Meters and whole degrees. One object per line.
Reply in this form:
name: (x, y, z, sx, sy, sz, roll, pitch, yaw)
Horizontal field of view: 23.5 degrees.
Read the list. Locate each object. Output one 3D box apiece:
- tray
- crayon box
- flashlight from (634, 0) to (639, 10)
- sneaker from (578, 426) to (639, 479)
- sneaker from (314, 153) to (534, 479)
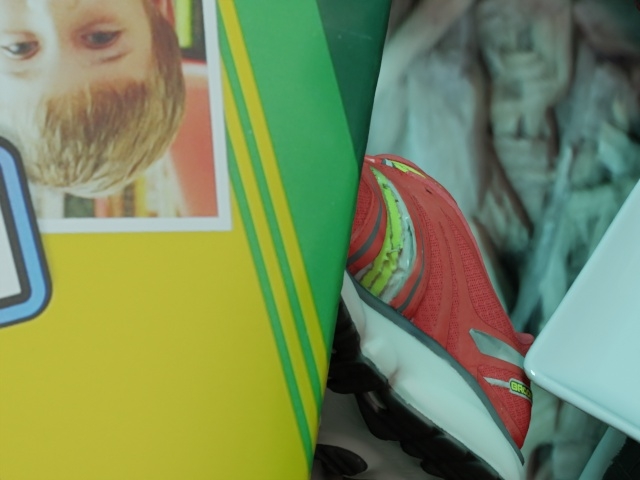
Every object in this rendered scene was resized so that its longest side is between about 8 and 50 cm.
tray: (0.205, 0.019, 0.719, 0.270, 0.145, 0.030, -49, 165, -41)
crayon box: (-0.172, -0.012, 0.393, 0.363, 0.106, 0.313, 10, 87, -24)
flashlight: (0.124, -0.169, 0.687, 0.304, 0.103, 0.103, 24, 82, -40)
sneaker: (0.237, 0.069, 0.776, 0.104, 0.147, 0.296, 37, 70, -34)
sneaker: (0.000, 0.000, 0.621, 0.279, 0.107, 0.118, 51, 45, -35)
